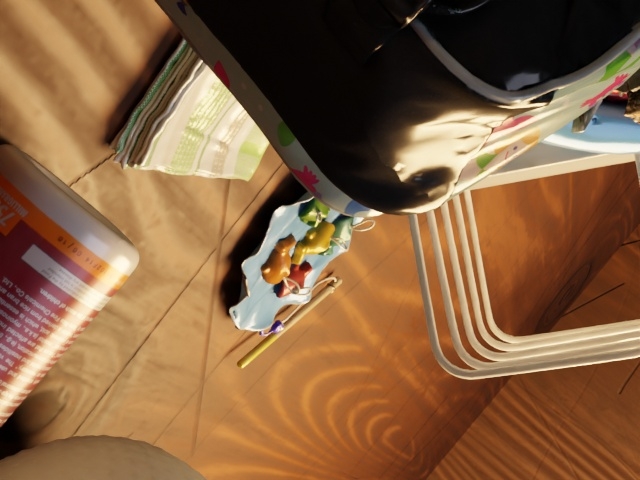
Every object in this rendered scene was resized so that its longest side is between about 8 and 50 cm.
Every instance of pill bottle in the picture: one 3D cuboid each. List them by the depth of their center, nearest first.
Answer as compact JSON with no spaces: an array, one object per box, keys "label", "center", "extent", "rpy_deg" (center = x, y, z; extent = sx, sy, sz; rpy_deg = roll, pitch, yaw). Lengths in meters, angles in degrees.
[{"label":"pill bottle","center":[-0.161,0.038,0.559],"extent":[0.152,0.086,0.086],"rpy_deg":[-50,162,-3]}]

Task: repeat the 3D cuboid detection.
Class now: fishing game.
[{"label":"fishing game","center":[0.000,0.000,0.941],"extent":[0.189,0.041,0.264],"rpy_deg":[-38,158,-41]}]

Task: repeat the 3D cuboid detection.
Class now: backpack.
[{"label":"backpack","center":[0.053,-0.147,0.492],"extent":[0.253,0.225,0.191],"rpy_deg":[-37,175,-28]}]

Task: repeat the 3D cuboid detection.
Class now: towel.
[{"label":"towel","center":[-0.047,-0.082,0.696],"extent":[0.113,0.023,0.152],"rpy_deg":[-54,162,12]}]

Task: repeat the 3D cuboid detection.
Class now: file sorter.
[{"label":"file sorter","center":[0.195,0.008,1.021],"extent":[0.192,0.173,0.277],"rpy_deg":[-10,179,17]}]

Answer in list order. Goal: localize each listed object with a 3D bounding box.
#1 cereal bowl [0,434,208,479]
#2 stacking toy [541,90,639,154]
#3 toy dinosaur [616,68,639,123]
[{"label":"cereal bowl","center":[-0.213,0.247,0.752],"extent":[0.339,0.141,0.339],"rpy_deg":[-43,160,-20]},{"label":"stacking toy","center":[0.180,-0.223,0.802],"extent":[0.175,0.166,0.302],"rpy_deg":[7,110,-18]},{"label":"toy dinosaur","center":[0.188,-0.234,0.679],"extent":[0.164,0.322,0.218],"rpy_deg":[-22,150,34]}]
